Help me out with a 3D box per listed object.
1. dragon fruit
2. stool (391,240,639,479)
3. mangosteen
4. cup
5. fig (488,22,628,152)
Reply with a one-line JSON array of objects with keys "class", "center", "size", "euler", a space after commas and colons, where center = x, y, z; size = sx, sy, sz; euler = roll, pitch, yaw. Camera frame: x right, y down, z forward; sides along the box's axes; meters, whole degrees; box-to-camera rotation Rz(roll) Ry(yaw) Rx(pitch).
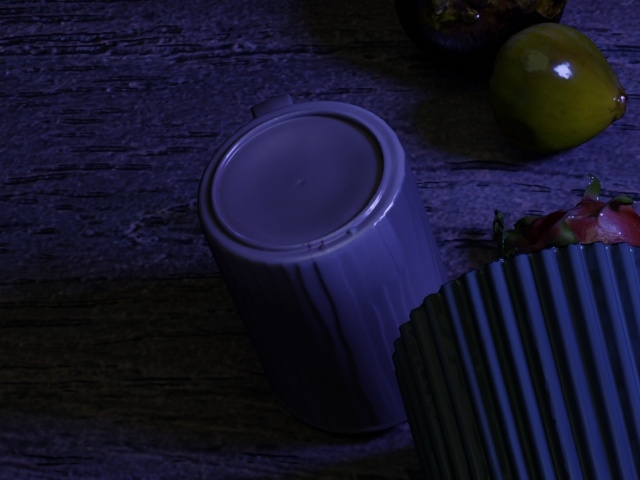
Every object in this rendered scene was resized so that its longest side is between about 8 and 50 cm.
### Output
[{"class": "dragon fruit", "center": [0.259, 0.011, 1.950], "size": [0.137, 0.135, 0.236], "euler": [-35, 36, -11]}, {"class": "stool", "center": [0.228, 0.216, 1.687], "size": [0.297, 0.297, 0.330], "euler": [-10, 54, 2]}, {"class": "mangosteen", "center": [0.185, -0.287, 2.185], "size": [0.192, 0.192, 0.217], "euler": [11, 22, 18]}, {"class": "cup", "center": [0.018, 0.001, 1.901], "size": [0.208, 0.273, 0.288], "euler": [0, 52, 18]}, {"class": "fig", "center": [0.245, -0.163, 2.086], "size": [0.153, 0.136, 0.121], "euler": [-9, 28, -29]}]
